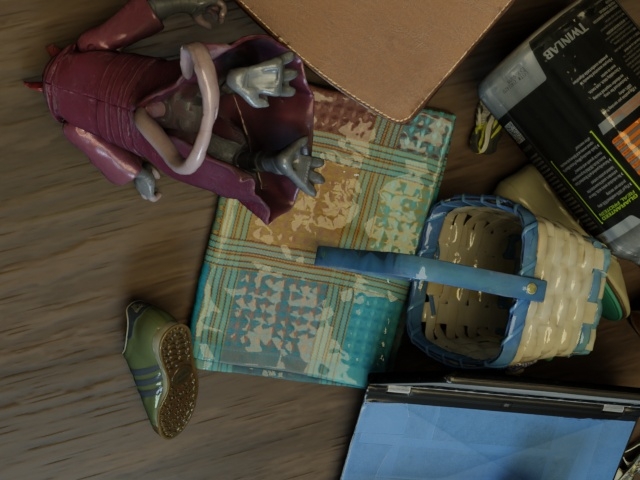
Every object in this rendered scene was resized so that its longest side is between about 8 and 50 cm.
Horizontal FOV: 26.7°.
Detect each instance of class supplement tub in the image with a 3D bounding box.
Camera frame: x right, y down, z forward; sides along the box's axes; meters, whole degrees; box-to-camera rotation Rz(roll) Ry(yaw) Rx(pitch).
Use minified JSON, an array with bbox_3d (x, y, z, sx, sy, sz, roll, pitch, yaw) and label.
[{"bbox_3d":[0.346,-0.115,1.550,0.193,0.193,0.316,-39,89,0],"label":"supplement tub"}]

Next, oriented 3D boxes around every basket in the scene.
[{"bbox_3d":[0.165,0.045,1.534,0.289,0.255,0.201,15,88,-22],"label":"basket"}]

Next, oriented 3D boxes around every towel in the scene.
[{"bbox_3d":[0.000,0.000,1.631,0.271,0.040,0.370,10,103,-17],"label":"towel"}]

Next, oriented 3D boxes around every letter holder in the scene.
[{"bbox_3d":[0.027,-0.297,1.493,0.302,0.152,0.214,37,97,-20],"label":"letter holder"}]

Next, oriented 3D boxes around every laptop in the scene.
[{"bbox_3d":[0.246,0.290,1.641,0.382,0.408,0.236,6,82,-16],"label":"laptop"}]

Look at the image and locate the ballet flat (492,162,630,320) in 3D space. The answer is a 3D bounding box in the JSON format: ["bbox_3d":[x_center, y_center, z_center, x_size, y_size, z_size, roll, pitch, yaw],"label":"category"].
[{"bbox_3d":[0.319,-0.002,1.691,0.086,0.086,0.248,-46,110,2],"label":"ballet flat"}]

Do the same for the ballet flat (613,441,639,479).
[{"bbox_3d":[0.417,0.310,1.828,0.041,0.041,0.114,41,93,-21],"label":"ballet flat"}]

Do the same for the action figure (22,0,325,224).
[{"bbox_3d":[-0.186,-0.127,1.405,0.370,0.276,0.248,16,108,28],"label":"action figure"}]

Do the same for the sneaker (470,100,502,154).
[{"bbox_3d":[0.208,-0.144,1.648,0.035,0.031,0.083,15,96,-45],"label":"sneaker"}]

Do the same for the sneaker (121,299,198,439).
[{"bbox_3d":[-0.198,0.148,1.616,0.064,0.086,0.192,-32,143,-33],"label":"sneaker"}]

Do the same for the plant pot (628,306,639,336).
[{"bbox_3d":[0.513,0.092,1.727,0.165,0.167,0.167,-45,111,-7],"label":"plant pot"}]

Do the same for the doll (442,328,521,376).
[{"bbox_3d":[0.210,0.145,1.721,0.129,0.046,0.189,27,102,-14],"label":"doll"}]
